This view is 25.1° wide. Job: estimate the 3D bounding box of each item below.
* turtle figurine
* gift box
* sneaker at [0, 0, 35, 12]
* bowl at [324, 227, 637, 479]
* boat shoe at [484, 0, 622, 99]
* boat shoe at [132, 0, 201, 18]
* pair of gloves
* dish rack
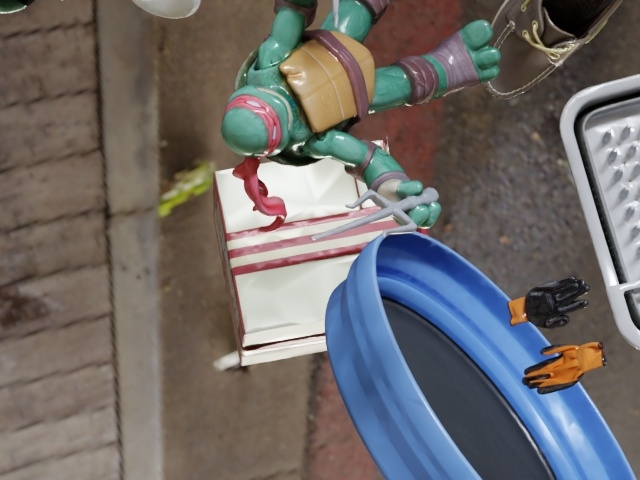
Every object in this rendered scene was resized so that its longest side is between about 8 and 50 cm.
[{"bbox_3d":[0.012,-0.097,0.828,0.234,0.118,0.175,-42,118,-48],"label":"turtle figurine"},{"bbox_3d":[0.000,0.000,1.877,0.258,0.276,0.255,-8,170,-7],"label":"gift box"},{"bbox_3d":[-0.169,-0.272,0.979,0.256,0.151,0.094,-46,158,21],"label":"sneaker"},{"bbox_3d":[0.151,0.165,1.290,0.077,0.391,0.391,-39,141,21],"label":"bowl"},{"bbox_3d":[0.319,-0.303,1.908,0.116,0.097,0.324,36,123,-10],"label":"boat shoe"},{"bbox_3d":[-0.176,-0.271,1.374,0.063,0.184,0.066,-26,138,-51],"label":"boat shoe"},{"bbox_3d":[0.176,0.070,1.071,0.074,0.083,0.010,-25,152,37],"label":"pair of gloves"},{"bbox_3d":[0.454,-0.045,1.723,0.285,0.333,0.072,-15,169,1],"label":"dish rack"}]
